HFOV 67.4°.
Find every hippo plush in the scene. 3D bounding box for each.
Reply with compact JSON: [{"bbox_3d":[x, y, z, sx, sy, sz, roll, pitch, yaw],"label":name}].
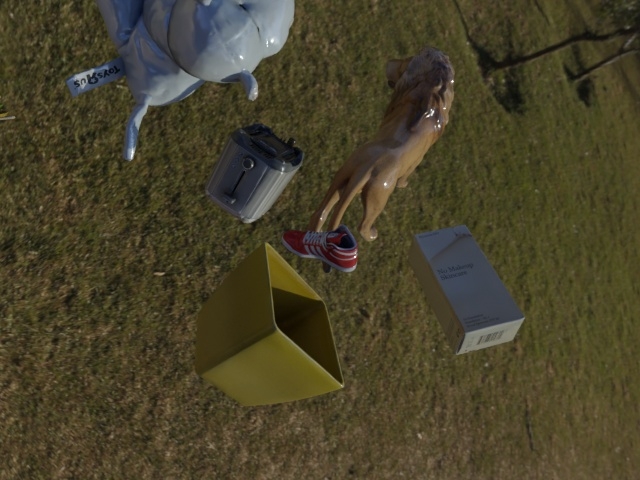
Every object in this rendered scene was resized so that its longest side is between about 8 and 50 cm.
[{"bbox_3d":[-0.172,-0.285,0.605,0.294,0.237,0.234,-48,122,-25],"label":"hippo plush"}]

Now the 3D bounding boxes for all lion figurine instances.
[{"bbox_3d":[0.110,-0.142,0.789,0.142,0.240,0.392,26,51,1],"label":"lion figurine"}]

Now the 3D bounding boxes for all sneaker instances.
[{"bbox_3d":[0.000,0.000,0.689,0.118,0.067,0.042,20,56,9],"label":"sneaker"}]

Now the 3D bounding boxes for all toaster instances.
[{"bbox_3d":[-0.124,-0.131,0.920,0.129,0.146,0.227,35,21,-3],"label":"toaster"}]

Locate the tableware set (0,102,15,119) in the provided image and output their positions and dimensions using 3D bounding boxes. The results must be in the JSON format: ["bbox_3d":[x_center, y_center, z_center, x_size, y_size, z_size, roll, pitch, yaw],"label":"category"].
[{"bbox_3d":[-0.472,-0.172,0.619,0.104,0.154,0.024,-21,122,-39],"label":"tableware set"}]

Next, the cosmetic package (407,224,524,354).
[{"bbox_3d":[0.357,0.116,1.220,0.160,0.113,0.309,-13,51,-10],"label":"cosmetic package"}]

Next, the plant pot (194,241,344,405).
[{"bbox_3d":[-0.106,0.172,0.862,0.212,0.187,0.212,50,15,-36],"label":"plant pot"}]
